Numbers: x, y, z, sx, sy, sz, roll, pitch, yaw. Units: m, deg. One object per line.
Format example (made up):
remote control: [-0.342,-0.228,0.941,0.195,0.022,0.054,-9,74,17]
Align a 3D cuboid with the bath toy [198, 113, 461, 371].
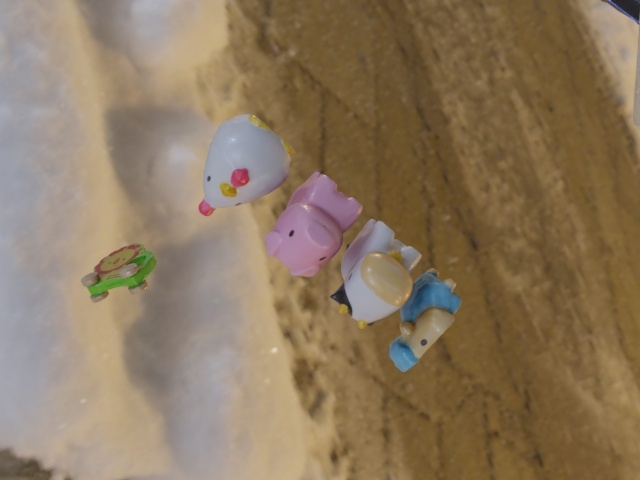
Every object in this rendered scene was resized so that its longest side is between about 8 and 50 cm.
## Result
bath toy: [0.000,0.000,1.439,0.348,0.129,0.151,40,-1,-10]

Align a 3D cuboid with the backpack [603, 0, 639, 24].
backpack: [0.311,-0.249,1.165,0.105,0.084,0.114,38,24,16]

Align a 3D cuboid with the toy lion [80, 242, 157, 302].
toy lion: [-0.240,0.033,1.516,0.034,0.100,0.096,63,35,-23]

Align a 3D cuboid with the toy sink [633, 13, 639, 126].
toy sink: [0.376,-0.157,0.970,0.234,0.131,0.152,0,96,-24]
